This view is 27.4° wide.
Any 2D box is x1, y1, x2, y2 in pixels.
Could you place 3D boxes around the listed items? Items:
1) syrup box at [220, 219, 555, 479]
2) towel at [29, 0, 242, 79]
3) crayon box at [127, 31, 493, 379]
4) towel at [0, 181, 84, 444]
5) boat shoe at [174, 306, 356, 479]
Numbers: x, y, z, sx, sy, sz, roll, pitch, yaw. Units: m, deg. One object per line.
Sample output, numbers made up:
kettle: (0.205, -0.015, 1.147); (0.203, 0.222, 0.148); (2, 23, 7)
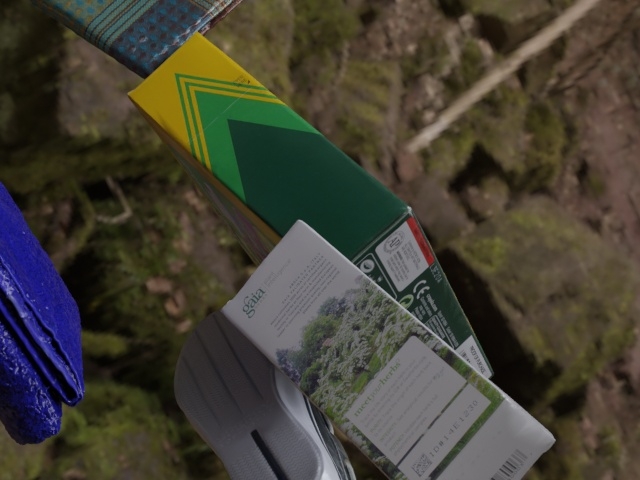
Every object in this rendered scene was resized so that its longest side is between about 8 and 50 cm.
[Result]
syrup box: (0.042, 0.094, 0.938); (0.237, 0.093, 0.096); (40, 0, 40)
towel: (-0.225, -0.342, 1.391); (0.370, 0.271, 0.040); (36, -23, 19)
crayon box: (0.000, 0.000, 1.309); (0.313, 0.106, 0.363); (43, -8, 33)
towel: (-0.278, -0.011, 1.051); (0.228, 0.076, 0.308); (-103, 169, -63)
boat shoe: (-0.051, 0.189, 1.259); (0.119, 0.121, 0.335); (57, 2, -35)
